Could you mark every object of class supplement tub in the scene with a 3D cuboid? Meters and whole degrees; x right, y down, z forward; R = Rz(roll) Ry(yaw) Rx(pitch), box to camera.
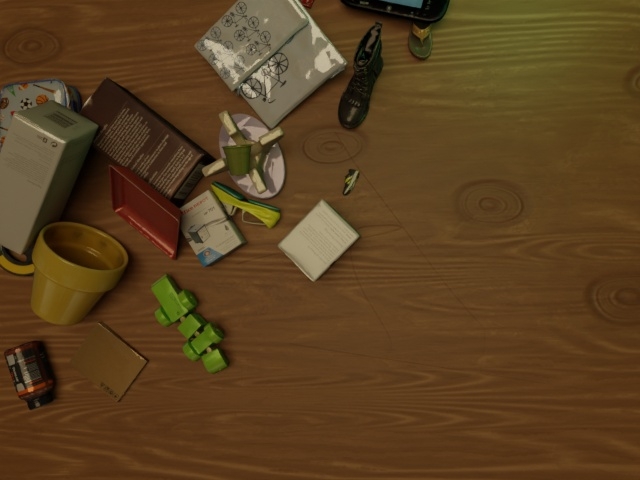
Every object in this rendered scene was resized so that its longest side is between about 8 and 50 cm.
[{"bbox_3d":[-0.889,0.415,1.800,0.106,0.106,0.197,-21,87,6],"label":"supplement tub"}]

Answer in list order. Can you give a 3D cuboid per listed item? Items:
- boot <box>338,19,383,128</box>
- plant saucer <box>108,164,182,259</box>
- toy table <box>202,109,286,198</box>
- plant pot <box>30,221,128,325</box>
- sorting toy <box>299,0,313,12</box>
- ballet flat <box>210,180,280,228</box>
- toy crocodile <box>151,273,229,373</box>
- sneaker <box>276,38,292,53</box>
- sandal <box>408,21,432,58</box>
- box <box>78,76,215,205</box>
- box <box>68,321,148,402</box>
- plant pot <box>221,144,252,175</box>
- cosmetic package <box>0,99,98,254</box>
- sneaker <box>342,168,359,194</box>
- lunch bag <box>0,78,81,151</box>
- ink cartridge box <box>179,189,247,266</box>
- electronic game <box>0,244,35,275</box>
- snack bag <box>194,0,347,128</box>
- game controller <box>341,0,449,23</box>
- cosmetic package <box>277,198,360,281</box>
[{"bbox_3d":[0.109,-0.457,1.635,0.091,0.229,0.262,21,92,6],"label":"boot"},{"bbox_3d":[-0.503,-0.087,1.716,0.259,0.258,0.047,38,59,5],"label":"plant saucer"},{"bbox_3d":[-0.214,-0.251,1.705,0.252,0.161,0.274,-39,87,5],"label":"toy table"},{"bbox_3d":[-0.733,0.110,1.727,0.254,0.254,0.239,32,108,5],"label":"plant pot"},{"bbox_3d":[-0.147,-0.739,1.758,0.275,0.046,0.132,28,93,5],"label":"sorting toy"},{"bbox_3d":[-0.233,-0.100,1.750,0.231,0.077,0.077,23,99,4],"label":"ballet flat"},{"bbox_3d":[-0.388,0.249,1.758,0.115,0.105,0.340,-41,81,5],"label":"toy crocodile"},{"bbox_3d":[-0.136,-0.558,1.745,0.215,0.084,0.083,0,103,10],"label":"sneaker"},{"bbox_3d":[0.297,-0.621,1.707,0.072,0.049,0.180,9,91,6],"label":"sandal"},{"bbox_3d":[-0.527,-0.288,1.752,0.381,0.143,0.191,39,94,3],"label":"box"},{"bbox_3d":[-0.657,0.376,1.817,0.201,0.021,0.164,37,93,6],"label":"box"},{"bbox_3d":[-0.223,-0.218,1.594,0.083,0.083,0.079,-3,104,6],"label":"plant pot"},{"bbox_3d":[-0.796,-0.177,1.644,0.156,0.217,0.385,31,110,-9],"label":"cosmetic package"},{"bbox_3d":[0.084,-0.174,1.740,0.035,0.031,0.083,29,88,19],"label":"sneaker"},{"bbox_3d":[-0.848,-0.336,1.799,0.243,0.115,0.303,-4,89,3],"label":"lunch bag"},{"bbox_3d":[-0.332,-0.035,1.756,0.140,0.082,0.190,-33,88,5],"label":"ink cartridge box"},{"bbox_3d":[-0.928,-0.002,1.836,0.229,0.048,0.229,0,90,7],"label":"electronic game"},{"bbox_3d":[-0.145,-0.536,1.693,0.323,0.037,0.342,-37,100,19],"label":"snack bag"},{"bbox_3d":[0.217,-0.725,1.689,0.319,0.067,0.166,16,77,12],"label":"game controller"},{"bbox_3d":[0.000,0.000,1.684,0.151,0.151,0.183,44,95,4],"label":"cosmetic package"}]
